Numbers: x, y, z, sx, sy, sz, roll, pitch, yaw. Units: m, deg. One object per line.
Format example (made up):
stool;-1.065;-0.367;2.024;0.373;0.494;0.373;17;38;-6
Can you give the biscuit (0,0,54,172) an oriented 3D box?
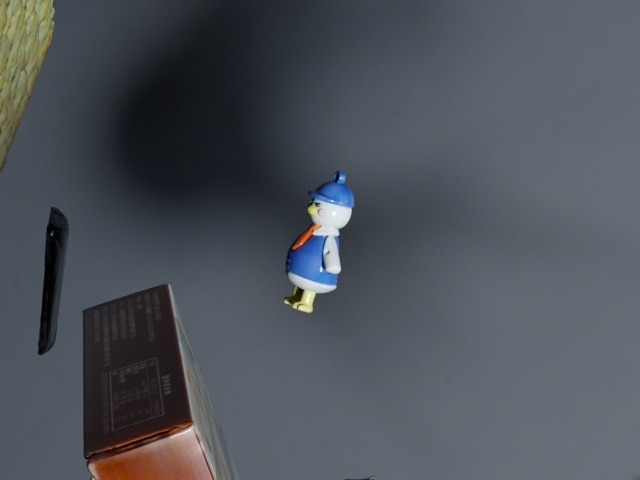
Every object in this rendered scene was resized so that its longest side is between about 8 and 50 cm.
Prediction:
biscuit;-0.180;-0.136;0.751;0.016;0.231;0.139;16;63;-4

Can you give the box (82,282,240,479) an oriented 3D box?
box;-0.166;0.284;1.504;0.122;0.345;0.385;-18;23;-3

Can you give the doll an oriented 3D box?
doll;0.000;0.000;1.271;0.099;0.057;0.143;30;104;62

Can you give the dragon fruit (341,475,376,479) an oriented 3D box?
dragon fruit;0.044;0.315;1.348;0.165;0.136;0.133;-11;105;5

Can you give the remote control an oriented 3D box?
remote control;-0.174;0.027;0.838;0.014;0.039;0.096;6;114;-11
